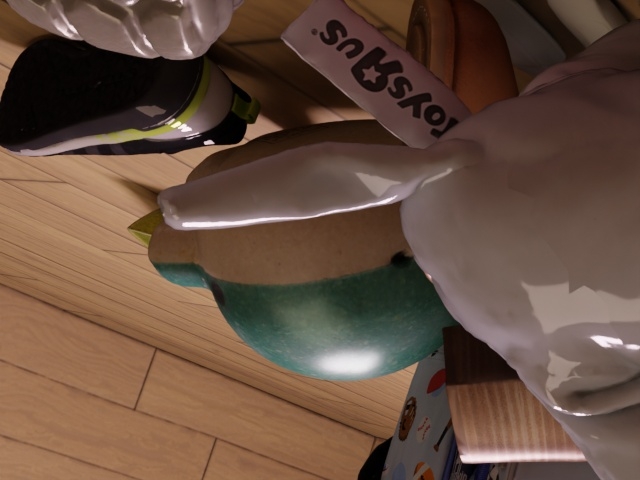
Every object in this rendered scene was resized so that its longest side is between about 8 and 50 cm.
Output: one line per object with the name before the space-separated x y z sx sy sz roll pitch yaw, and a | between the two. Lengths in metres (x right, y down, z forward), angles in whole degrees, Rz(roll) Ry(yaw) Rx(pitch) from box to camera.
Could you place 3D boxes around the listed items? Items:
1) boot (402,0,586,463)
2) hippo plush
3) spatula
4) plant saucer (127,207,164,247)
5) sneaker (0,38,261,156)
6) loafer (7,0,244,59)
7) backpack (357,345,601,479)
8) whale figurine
boot | 0.157 -0.006 0.618 0.220 0.109 0.283 -10 119 7
hippo plush | 0.163 -0.040 0.408 0.294 0.234 0.236 40 135 -10
spatula | 0.173 -0.069 0.639 0.168 0.019 0.242 7 163 40
plant saucer | -0.082 0.016 1.332 0.188 0.045 0.188 15 168 14
sneaker | -0.134 -0.082 0.871 0.235 0.084 0.097 5 164 47
loafer | -0.067 -0.174 0.308 0.112 0.111 0.319 15 154 11
backpack | 0.181 0.104 0.829 0.277 0.263 0.213 17 163 -18
whale figurine | 0.000 0.000 0.812 0.216 0.141 0.272 -19 -163 -18
